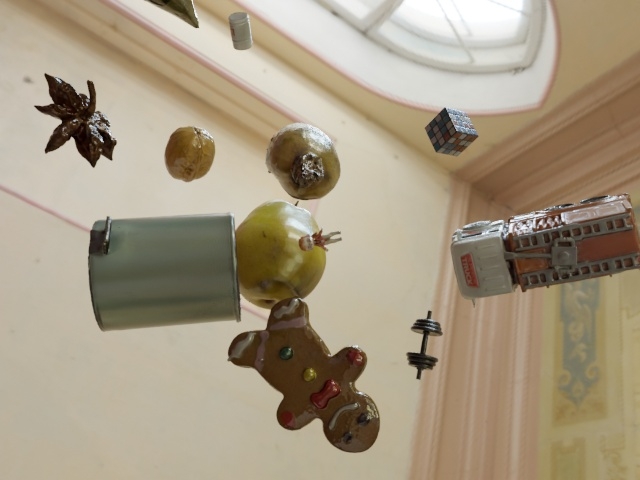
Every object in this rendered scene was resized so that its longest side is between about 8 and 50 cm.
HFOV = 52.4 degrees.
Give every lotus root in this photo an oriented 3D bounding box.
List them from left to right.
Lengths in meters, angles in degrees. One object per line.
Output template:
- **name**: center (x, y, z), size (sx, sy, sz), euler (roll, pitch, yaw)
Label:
- **lotus root**: center (-0.033, -0.170, 1.397), size (0.151, 0.169, 0.342), euler (-39, -169, 4)

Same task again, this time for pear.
- **pear**: center (-0.124, 0.028, 1.852), size (0.285, 0.285, 0.336), euler (-28, -115, 55)

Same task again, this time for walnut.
- **walnut**: center (-0.420, -0.275, 2.093), size (0.159, 0.159, 0.206), euler (-84, -160, -46)

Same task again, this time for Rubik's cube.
- **Rubik's cube**: center (0.363, -0.301, 1.809), size (0.092, 0.092, 0.092), euler (-45, -128, 42)

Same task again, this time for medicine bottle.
- **medicine bottle**: center (-0.222, -0.581, 1.808), size (0.057, 0.057, 0.089), euler (-85, 172, -46)

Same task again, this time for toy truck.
- **toy truck**: center (0.469, 0.023, 1.377), size (0.388, 0.173, 0.207), euler (-13, -176, 21)

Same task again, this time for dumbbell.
- **dumbbell**: center (0.309, 0.311, 1.941), size (0.099, 0.099, 0.208), euler (-16, -121, 61)

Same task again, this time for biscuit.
- **biscuit**: center (-0.015, 0.352, 1.642), size (0.283, 0.432, 0.064), euler (-41, 170, -2)

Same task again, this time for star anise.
- **star anise**: center (-0.526, -0.256, 1.433), size (0.111, 0.212, 0.196), euler (-4, -118, 22)

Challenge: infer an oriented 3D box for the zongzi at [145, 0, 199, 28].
- **zongzi**: center (-0.327, -0.656, 1.442), size (0.289, 0.318, 0.154), euler (-46, -130, 23)

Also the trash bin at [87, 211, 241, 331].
- **trash bin**: center (-0.290, 0.059, 1.256), size (0.277, 0.263, 0.217), euler (94, -11, -51)

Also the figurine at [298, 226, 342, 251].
- **figurine**: center (0.000, 0.000, 1.608), size (0.109, 0.064, 0.047), euler (-12, -170, 10)
